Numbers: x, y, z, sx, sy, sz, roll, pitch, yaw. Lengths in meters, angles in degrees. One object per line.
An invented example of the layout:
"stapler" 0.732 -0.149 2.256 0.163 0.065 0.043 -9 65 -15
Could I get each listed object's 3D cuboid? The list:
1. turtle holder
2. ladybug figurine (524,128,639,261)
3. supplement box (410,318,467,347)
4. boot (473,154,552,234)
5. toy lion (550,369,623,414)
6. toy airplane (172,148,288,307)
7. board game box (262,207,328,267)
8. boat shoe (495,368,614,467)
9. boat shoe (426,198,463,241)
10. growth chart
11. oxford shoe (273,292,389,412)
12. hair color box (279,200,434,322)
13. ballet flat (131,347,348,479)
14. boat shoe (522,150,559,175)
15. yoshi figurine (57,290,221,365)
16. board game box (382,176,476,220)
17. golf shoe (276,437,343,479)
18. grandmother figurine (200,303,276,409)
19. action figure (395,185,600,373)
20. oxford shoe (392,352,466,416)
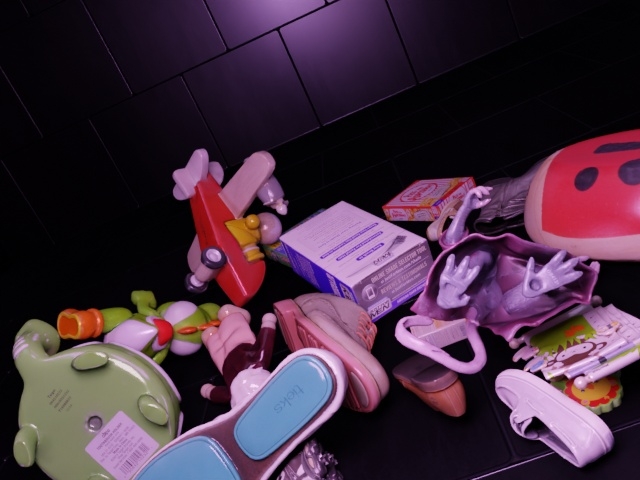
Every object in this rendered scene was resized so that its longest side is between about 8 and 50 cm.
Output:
"turtle holder" -0.393 0.286 1.127 0.321 0.243 0.227 12 -1 -1
"ladybug figurine" 0.548 -0.091 1.121 0.449 0.161 0.305 0 31 50
"supplement box" 0.204 0.149 1.113 0.098 0.036 0.062 -22 20 9
"boot" 0.447 -0.088 1.389 0.247 0.083 0.161 -22 26 27
"toy lion" 0.355 0.184 0.859 0.100 0.034 0.096 -32 28 -20
"toy airplane" -0.233 -0.052 1.708 0.273 0.384 0.386 2 10 -33
"board game box" 0.000 0.000 1.726 0.214 0.046 0.317 -32 21 -20
"boat shoe" 0.274 0.222 0.821 0.063 0.066 0.184 -31 30 -17
"boat shoe" 0.294 -0.045 1.487 0.045 0.050 0.135 4 45 49
"growth chart" 0.353 0.135 0.879 0.172 0.021 0.237 -30 6 0
"oxford shoe" 0.037 0.163 1.141 0.147 0.140 0.397 -22 21 -15
"hair color box" 0.071 0.036 1.402 0.185 0.110 0.339 -31 27 -16
"ballet flat" -0.110 0.302 0.958 0.400 0.139 0.139 -41 18 10
"boat shoe" 0.535 -0.167 1.462 0.190 0.072 0.068 -13 23 31
"yoshi figurine" -0.381 0.207 1.422 0.362 0.203 0.203 -5 34 -47
"board game box" 0.274 -0.103 1.655 0.147 0.045 0.194 -38 23 -31
"golf shoe" -0.013 0.345 0.848 0.094 0.077 0.198 -36 13 2
"grandmother figurine" -0.145 0.230 1.247 0.207 0.104 0.342 -61 23 8
"action figure" 0.280 0.081 1.021 0.275 0.248 0.370 -59 -8 0
"oxford shoe" 0.160 0.213 0.972 0.076 0.076 0.212 -29 4 -3
